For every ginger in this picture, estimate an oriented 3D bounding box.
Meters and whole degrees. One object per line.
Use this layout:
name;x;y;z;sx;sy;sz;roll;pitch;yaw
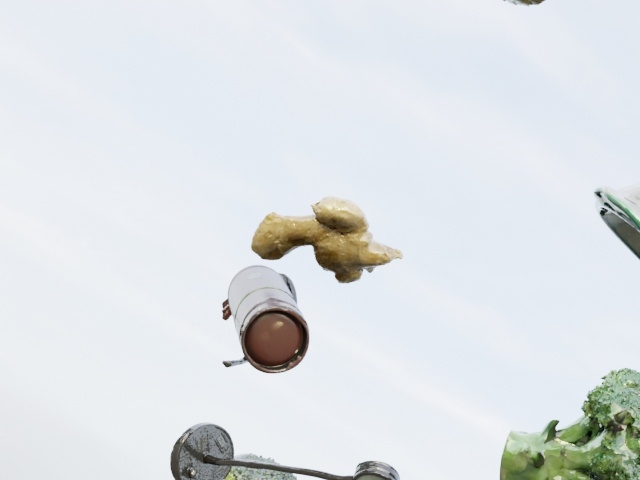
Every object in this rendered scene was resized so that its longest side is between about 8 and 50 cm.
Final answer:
ginger;-0.002;0.008;1.775;0.214;0.059;0.133;-16;-64;30

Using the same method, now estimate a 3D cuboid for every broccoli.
broccoli;0.375;0.301;1.666;0.270;0.270;0.270;7;-31;22
broccoli;-0.104;0.469;2.156;0.198;0.226;0.176;27;-45;-30

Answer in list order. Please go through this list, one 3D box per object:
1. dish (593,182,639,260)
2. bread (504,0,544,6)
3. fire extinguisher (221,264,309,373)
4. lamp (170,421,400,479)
dish;0.316;0.018;0.963;0.224;0.078;0.246;43;5;-27
bread;0.153;-0.276;1.095;0.138;0.102;0.196;28;17;-15
fire extinguisher;-0.093;0.111;1.835;0.105;0.141;0.341;59;-2;-13
lamp;-0.049;0.318;1.864;0.371;0.108;0.130;-11;-56;32
